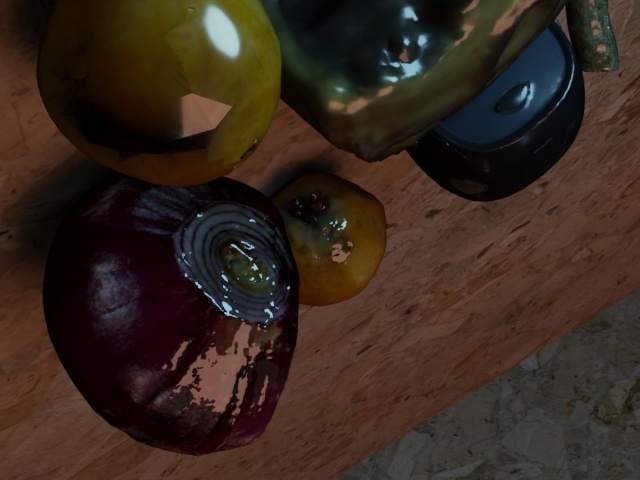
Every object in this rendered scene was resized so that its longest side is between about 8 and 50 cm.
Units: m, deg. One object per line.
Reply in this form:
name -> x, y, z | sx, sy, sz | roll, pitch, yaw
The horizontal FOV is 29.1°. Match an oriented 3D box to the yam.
yam -> 0.326, -0.341, 1.529 | 0.061, 0.061, 0.274 | -26, 115, -26

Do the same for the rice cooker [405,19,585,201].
rice cooker -> 0.209, -0.190, 1.589 | 0.267, 0.267, 0.224 | -39, 163, 0

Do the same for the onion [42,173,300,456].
onion -> -0.182, 0.073, 1.401 | 0.260, 0.337, 0.282 | 9, 160, -35

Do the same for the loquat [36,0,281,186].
loquat -> -0.148, -0.164, 1.143 | 0.235, 0.235, 0.235 | -31, 155, -16

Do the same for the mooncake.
mooncake -> 0.109, -0.281, 1.297 | 0.393, 0.246, 0.394 | -24, 156, -44

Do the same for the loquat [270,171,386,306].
loquat -> 0.000, 0.000, 1.731 | 0.187, 0.176, 0.234 | -49, 163, -18
